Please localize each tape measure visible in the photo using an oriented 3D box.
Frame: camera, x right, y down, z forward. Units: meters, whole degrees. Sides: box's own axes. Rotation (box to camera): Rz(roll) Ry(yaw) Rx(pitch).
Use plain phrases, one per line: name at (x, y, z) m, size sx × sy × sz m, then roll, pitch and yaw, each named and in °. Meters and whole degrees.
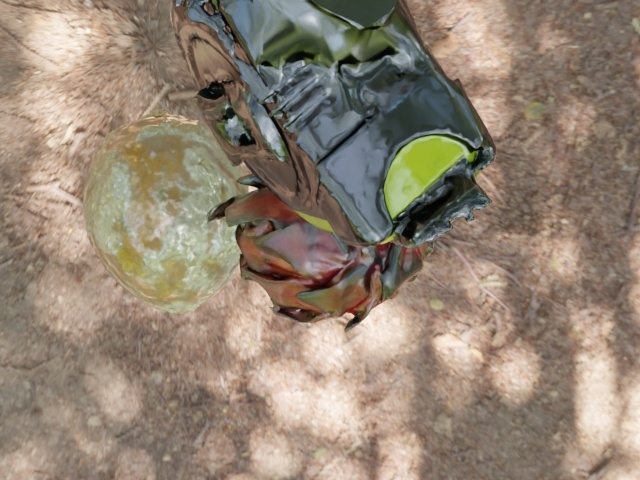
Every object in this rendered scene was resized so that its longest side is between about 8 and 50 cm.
tape measure at (-0.007, -0.085, 0.496) m, size 0.112 × 0.186 × 0.199 m, roll -33°, pitch 105°, yaw -12°

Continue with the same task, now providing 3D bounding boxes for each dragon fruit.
dragon fruit at (0.009, -0.003, 0.839) m, size 0.188 × 0.182 × 0.182 m, roll -32°, pitch 107°, yaw 11°

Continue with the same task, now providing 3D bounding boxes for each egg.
egg at (-0.182, -0.032, 1.032) m, size 0.203 × 0.203 × 0.245 m, roll -9°, pitch 109°, yaw -9°
